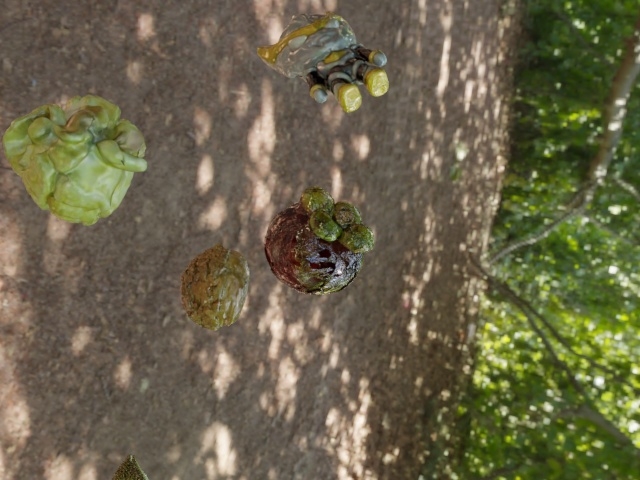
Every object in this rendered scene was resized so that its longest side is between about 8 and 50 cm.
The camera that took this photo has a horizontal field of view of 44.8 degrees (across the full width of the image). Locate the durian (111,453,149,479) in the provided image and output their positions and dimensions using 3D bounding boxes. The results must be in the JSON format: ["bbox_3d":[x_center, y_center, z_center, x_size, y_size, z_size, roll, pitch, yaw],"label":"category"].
[{"bbox_3d":[-0.439,0.618,1.838,0.102,0.208,0.147,-22,125,-22],"label":"durian"}]

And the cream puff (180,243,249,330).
[{"bbox_3d":[-0.200,0.087,1.435,0.115,0.150,0.165,10,104,-24],"label":"cream puff"}]

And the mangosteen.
[{"bbox_3d":[0.000,0.000,1.251,0.180,0.166,0.166,-48,178,38],"label":"mangosteen"}]

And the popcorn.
[{"bbox_3d":[-0.256,-0.087,0.844,0.141,0.162,0.136,-70,157,-68],"label":"popcorn"}]

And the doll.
[{"bbox_3d":[0.002,-0.294,1.243,0.145,0.316,0.103,-48,131,10],"label":"doll"}]
